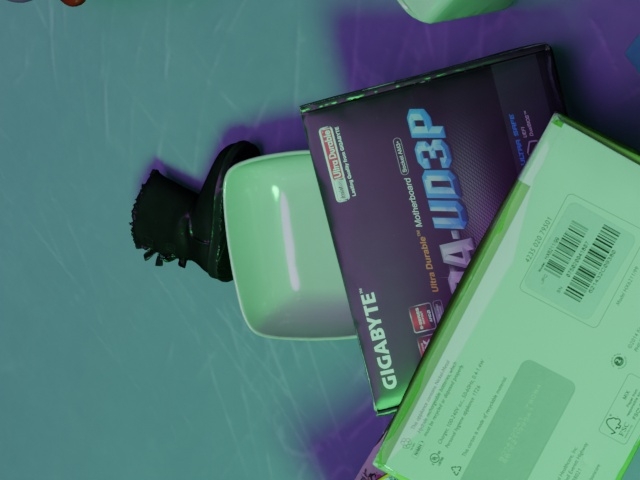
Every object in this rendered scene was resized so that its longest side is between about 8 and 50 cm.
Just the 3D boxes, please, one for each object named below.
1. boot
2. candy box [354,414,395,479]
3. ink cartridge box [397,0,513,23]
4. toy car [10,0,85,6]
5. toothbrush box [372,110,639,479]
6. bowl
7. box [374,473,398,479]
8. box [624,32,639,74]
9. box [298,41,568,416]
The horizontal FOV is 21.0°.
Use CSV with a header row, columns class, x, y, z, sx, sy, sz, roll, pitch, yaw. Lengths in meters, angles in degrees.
class,x,y,z,sx,sy,sz,roll,pitch,yaw
boot,-0.100,-0.031,1.355,0.099,0.045,0.121,23,112,36
candy box,0.111,0.222,1.241,0.196,0.070,0.165,41,121,21
ink cartridge box,0.117,-0.303,1.085,0.278,0.117,0.201,-46,74,33
toy car,-0.203,-0.238,1.299,0.136,0.182,0.159,-49,53,39
toothbrush box,0.139,0.041,0.994,0.122,0.283,0.206,28,98,6
bowl,0.000,0.000,1.281,0.142,0.053,0.142,-3,99,36
box,0.038,0.199,1.205,0.169,0.059,0.054,-37,81,36
box,0.276,-0.145,0.984,0.100,0.060,0.244,54,150,13
box,0.097,-0.008,1.167,0.175,0.051,0.220,-13,93,10
